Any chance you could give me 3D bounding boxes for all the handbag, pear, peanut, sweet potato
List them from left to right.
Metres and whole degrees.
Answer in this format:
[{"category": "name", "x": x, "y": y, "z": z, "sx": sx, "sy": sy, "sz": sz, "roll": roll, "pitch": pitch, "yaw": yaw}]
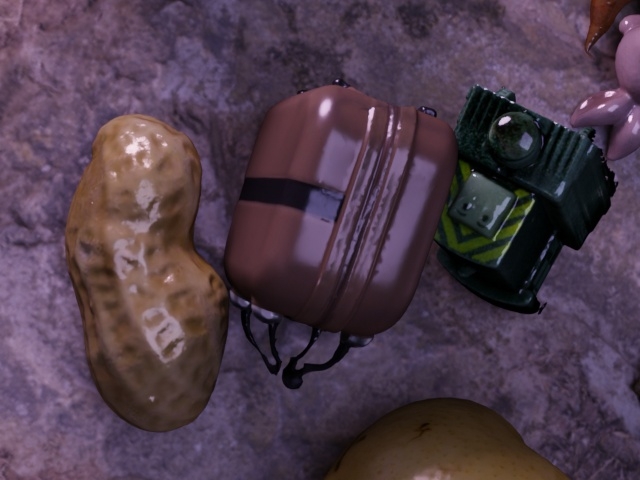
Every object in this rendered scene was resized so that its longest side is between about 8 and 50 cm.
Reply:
[{"category": "peanut", "x": -0.166, "y": 0.030, "z": 1.262, "sx": 0.147, "sy": 0.147, "sz": 0.305, "roll": -12, "pitch": 86, "yaw": -17}, {"category": "handbag", "x": 0.000, "y": 0.000, "z": 1.231, "sx": 0.149, "sy": 0.302, "sz": 0.283, "roll": 15, "pitch": 90, "yaw": -14}, {"category": "pear", "x": 0.120, "y": 0.312, "z": 1.260, "sx": 0.309, "sy": 0.309, "sz": 0.309, "roll": 0, "pitch": 88, "yaw": -17}, {"category": "sweet potato", "x": 0.338, "y": -0.293, "z": 1.470, "sx": 0.056, "sy": 0.056, "sz": 0.195, "roll": 26, "pitch": 87, "yaw": -15}]

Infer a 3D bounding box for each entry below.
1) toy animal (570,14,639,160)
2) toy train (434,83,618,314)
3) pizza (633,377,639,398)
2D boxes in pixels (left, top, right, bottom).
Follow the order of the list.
[{"category": "toy animal", "x": 0.373, "y": -0.188, "z": 1.442, "sx": 0.124, "sy": 0.124, "sz": 0.212, "roll": 30, "pitch": 84, "yaw": -14}, {"category": "toy train", "x": 0.192, "y": -0.031, "z": 1.288, "sx": 0.138, "sy": 0.330, "sz": 0.178, "roll": 29, "pitch": 89, "yaw": 18}, {"category": "pizza", "x": 0.540, "y": 0.214, "z": 1.503, "sx": 0.392, "sy": 0.080, "sz": 0.435, "roll": 36, "pitch": 77, "yaw": -13}]
